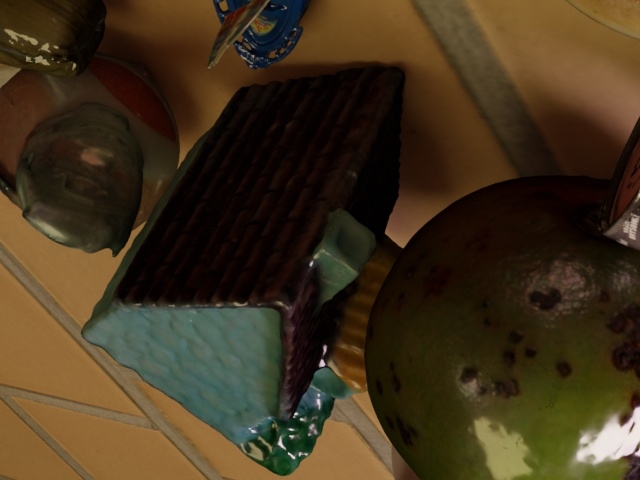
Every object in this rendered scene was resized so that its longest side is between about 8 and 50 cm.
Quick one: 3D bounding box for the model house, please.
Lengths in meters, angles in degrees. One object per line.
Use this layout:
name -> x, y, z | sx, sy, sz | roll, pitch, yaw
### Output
model house -> 0.000, 0.000, 1.069 | 0.230, 0.280, 0.249 | 38, 142, -17

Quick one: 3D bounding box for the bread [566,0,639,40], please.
bread -> 0.182, -0.195, 0.701 | 0.213, 0.104, 0.213 | 30, 156, 15

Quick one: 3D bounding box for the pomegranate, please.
pomegranate -> 0.167, 0.117, 0.958 | 0.291, 0.323, 0.291 | 8, -169, -2

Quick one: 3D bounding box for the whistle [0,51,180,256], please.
whistle -> -0.203, -0.073, 1.194 | 0.189, 0.189, 0.348 | 44, -176, -18

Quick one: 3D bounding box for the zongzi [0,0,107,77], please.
zongzi -> -0.300, -0.252, 1.146 | 0.221, 0.112, 0.242 | 18, 148, 33

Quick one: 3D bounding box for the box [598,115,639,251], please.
box -> 0.262, -0.045, 0.824 | 0.135, 0.151, 0.151 | 24, 153, 1

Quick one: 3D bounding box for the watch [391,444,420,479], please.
watch -> 0.188, 0.229, 1.276 | 0.248, 0.217, 0.211 | 32, 154, -7

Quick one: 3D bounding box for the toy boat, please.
toy boat -> -0.056, -0.170, 1.007 | 0.091, 0.110, 0.175 | 29, 155, 10
